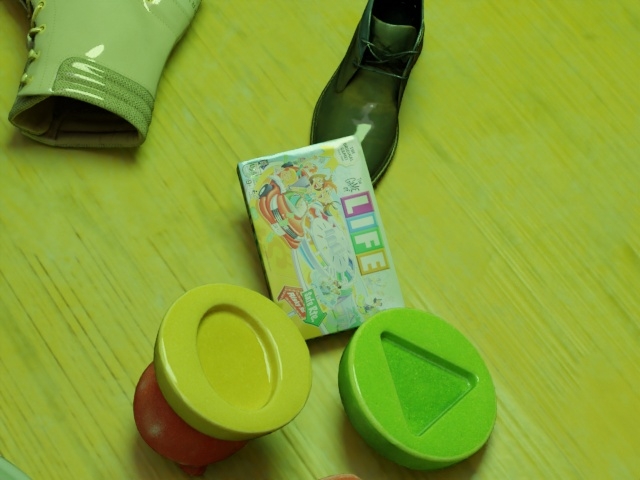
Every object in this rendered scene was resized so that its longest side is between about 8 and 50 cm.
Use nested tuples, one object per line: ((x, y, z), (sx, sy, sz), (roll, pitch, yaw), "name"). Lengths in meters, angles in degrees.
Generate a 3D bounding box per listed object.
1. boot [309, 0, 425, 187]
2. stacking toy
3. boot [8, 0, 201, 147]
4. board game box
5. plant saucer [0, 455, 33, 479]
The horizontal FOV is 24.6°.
((0.039, -0.141, 1.255), (0.082, 0.106, 0.219), (14, 61, 6), "boot")
((0.007, 0.193, 1.099), (0.279, 0.130, 0.309), (-2, 60, -33), "stacking toy")
((-0.248, -0.193, 1.284), (0.261, 0.095, 0.204), (16, 63, 1), "boot")
((0.000, 0.000, 1.193), (0.103, 0.026, 0.154), (-14, 82, -9), "board game box")
((-0.345, 0.297, 1.005), (0.400, 0.100, 0.401), (1, 61, -2), "plant saucer")
